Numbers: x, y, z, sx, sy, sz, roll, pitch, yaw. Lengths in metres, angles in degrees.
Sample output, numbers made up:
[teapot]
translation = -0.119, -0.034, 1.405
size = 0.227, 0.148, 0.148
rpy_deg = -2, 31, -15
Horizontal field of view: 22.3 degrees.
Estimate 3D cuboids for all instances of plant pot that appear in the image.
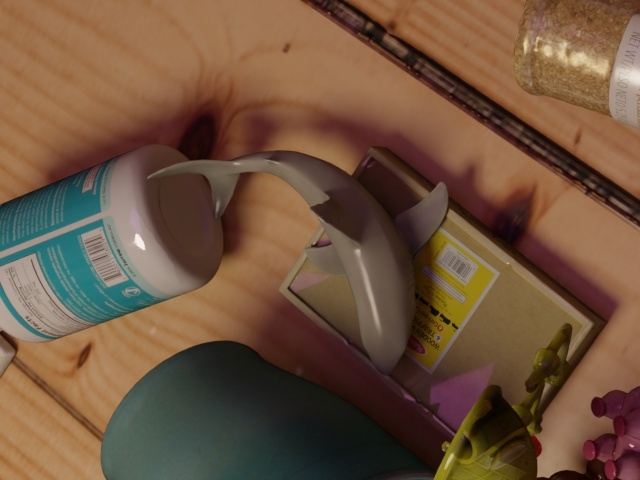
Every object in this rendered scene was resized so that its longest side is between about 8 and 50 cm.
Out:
[plant pot]
translation = -0.056, 0.230, 1.424
size = 0.255, 0.272, 0.271
rpy_deg = 44, 109, 36

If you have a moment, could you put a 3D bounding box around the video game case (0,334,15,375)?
[video game case]
translation = -0.454, 0.125, 1.755
size = 0.227, 0.026, 0.206
rpy_deg = 43, 108, 22

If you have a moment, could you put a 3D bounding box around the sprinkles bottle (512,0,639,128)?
[sprinkles bottle]
translation = 0.334, -0.123, 1.289
size = 0.355, 0.121, 0.121
rpy_deg = 22, 100, 27

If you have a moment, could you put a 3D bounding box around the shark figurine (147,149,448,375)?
[shark figurine]
translation = -0.008, -0.028, 1.432
size = 0.278, 0.116, 0.166
rpy_deg = 39, 105, 20

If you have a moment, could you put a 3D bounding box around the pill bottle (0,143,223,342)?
[pill bottle]
translation = -0.237, 0.012, 1.572
size = 0.264, 0.146, 0.146
rpy_deg = -19, 81, 26

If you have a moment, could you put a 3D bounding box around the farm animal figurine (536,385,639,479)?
[farm animal figurine]
translation = 0.296, 0.269, 1.256
size = 0.330, 0.172, 0.326
rpy_deg = 147, 118, -64

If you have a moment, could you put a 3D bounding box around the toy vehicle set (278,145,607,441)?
[toy vehicle set]
translation = 0.104, 0.058, 1.455
size = 0.267, 0.035, 0.166
rpy_deg = 40, 107, 22

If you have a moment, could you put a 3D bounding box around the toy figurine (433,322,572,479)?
[toy figurine]
translation = 0.170, 0.269, 1.222
size = 0.217, 0.191, 0.362
rpy_deg = 41, 139, 21
